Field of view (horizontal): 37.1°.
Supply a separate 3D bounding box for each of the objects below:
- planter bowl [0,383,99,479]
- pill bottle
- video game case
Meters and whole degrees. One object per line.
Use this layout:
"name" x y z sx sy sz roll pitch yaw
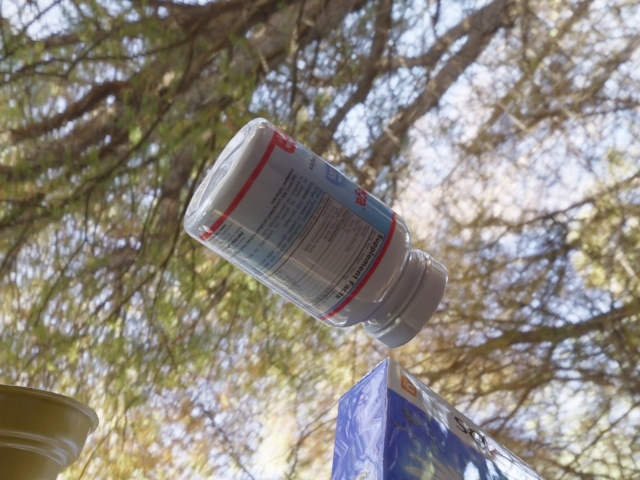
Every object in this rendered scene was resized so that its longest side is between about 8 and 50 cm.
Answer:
"planter bowl" -0.298 0.196 0.804 0.217 0.217 0.090 4 -119 -17
"pill bottle" 0.000 0.000 0.611 0.160 0.087 0.087 34 -123 -15
"video game case" 0.111 0.237 0.626 0.244 0.061 0.269 38 -155 -15
